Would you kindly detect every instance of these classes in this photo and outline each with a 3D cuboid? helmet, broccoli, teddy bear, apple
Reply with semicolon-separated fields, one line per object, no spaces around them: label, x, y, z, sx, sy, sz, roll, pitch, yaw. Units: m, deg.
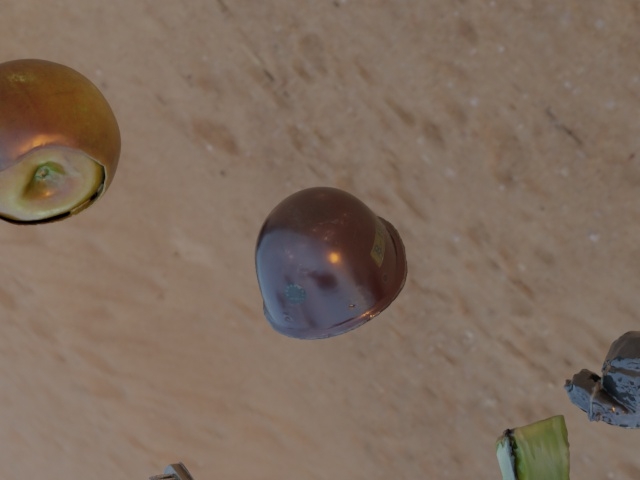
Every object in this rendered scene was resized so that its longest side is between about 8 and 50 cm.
helmet;0.000;0.000;1.275;0.155;0.175;0.106;-5;129;24
broccoli;0.258;0.385;1.432;0.221;0.361;0.252;-13;142;17
teddy bear;0.375;0.119;1.219;0.251;0.171;0.144;21;-175;25
apple;-0.378;-0.125;1.707;0.207;0.237;0.237;43;165;39

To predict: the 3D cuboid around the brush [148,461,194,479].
brush;-0.154;0.400;1.709;0.327;0.065;0.070;40;125;50
